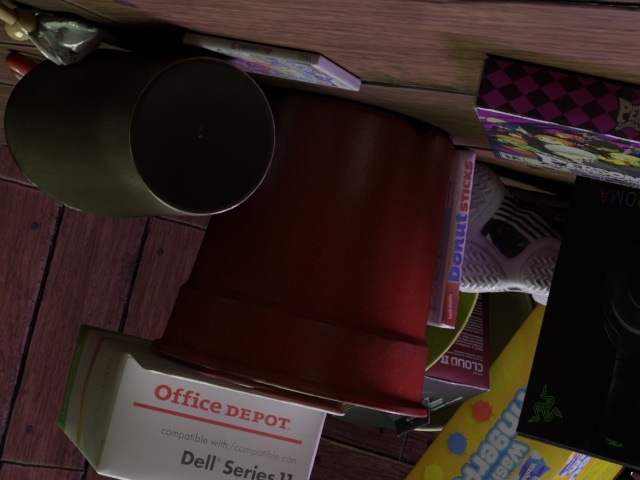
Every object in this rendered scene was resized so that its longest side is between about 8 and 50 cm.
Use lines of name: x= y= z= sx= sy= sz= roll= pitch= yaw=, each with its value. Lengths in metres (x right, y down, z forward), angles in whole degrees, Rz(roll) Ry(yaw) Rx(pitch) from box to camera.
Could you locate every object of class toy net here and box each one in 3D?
toy net: x=-0.292 y=-0.185 z=1.304 sx=0.232 sy=0.045 sz=0.122 roll=15 pitch=177 yaw=-19

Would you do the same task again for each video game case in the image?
video game case: x=-0.038 y=-0.143 z=1.232 sx=0.122 sy=0.011 sz=0.087 roll=12 pitch=177 yaw=25
video game case: x=0.231 y=-0.068 z=1.086 sx=0.232 sy=0.042 sz=0.210 roll=13 pitch=176 yaw=11

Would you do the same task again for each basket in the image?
basket: x=-0.141 y=-0.090 z=1.316 sx=0.204 sy=0.154 sz=0.227 roll=12 pitch=179 yaw=-28

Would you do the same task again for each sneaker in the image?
sneaker: x=0.212 y=0.005 z=1.682 sx=0.366 sy=0.137 sz=0.210 roll=10 pitch=174 yaw=4

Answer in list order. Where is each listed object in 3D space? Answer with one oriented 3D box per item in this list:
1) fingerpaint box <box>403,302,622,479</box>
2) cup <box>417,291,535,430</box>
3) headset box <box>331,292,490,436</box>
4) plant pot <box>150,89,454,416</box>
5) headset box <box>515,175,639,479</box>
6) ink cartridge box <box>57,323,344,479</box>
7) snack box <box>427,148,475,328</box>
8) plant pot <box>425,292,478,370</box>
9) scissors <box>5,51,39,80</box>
fingerpaint box: x=0.324 y=0.232 z=2.049 sx=0.163 sy=0.445 sz=0.371 roll=41 pitch=-163 yaw=22
cup: x=0.164 y=0.082 z=2.289 sx=0.331 sy=0.331 sz=0.237 roll=14 pitch=-157 yaw=6
headset box: x=0.114 y=0.103 z=1.979 sx=0.110 sy=0.293 sz=0.218 roll=15 pitch=153 yaw=-26
plant pot: x=0.002 y=0.008 z=1.470 sx=0.272 sy=0.265 sz=0.272 roll=14 pitch=178 yaw=0
headset box: x=0.336 y=0.097 z=1.431 sx=0.131 sy=0.283 sz=0.246 roll=16 pitch=178 yaw=-42
ink cartridge box: x=-0.127 y=0.175 z=1.498 sx=0.207 sy=0.119 sz=0.353 roll=15 pitch=178 yaw=-17
snack box: x=0.120 y=-0.004 z=1.548 sx=0.022 sy=0.178 sz=0.064 roll=5 pitch=-178 yaw=-34
plant pot: x=0.000 y=0.000 z=1.837 sx=0.275 sy=0.275 sz=0.293 roll=16 pitch=-168 yaw=-37
scissors: x=-0.221 y=-0.121 z=1.701 sx=0.297 sy=0.021 sz=0.109 roll=33 pitch=171 yaw=-15
